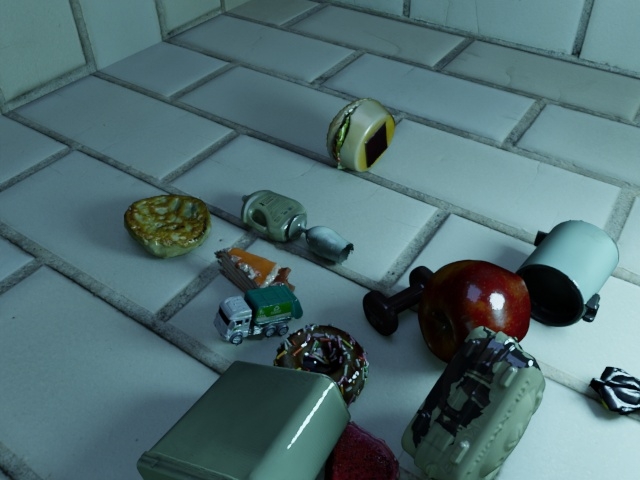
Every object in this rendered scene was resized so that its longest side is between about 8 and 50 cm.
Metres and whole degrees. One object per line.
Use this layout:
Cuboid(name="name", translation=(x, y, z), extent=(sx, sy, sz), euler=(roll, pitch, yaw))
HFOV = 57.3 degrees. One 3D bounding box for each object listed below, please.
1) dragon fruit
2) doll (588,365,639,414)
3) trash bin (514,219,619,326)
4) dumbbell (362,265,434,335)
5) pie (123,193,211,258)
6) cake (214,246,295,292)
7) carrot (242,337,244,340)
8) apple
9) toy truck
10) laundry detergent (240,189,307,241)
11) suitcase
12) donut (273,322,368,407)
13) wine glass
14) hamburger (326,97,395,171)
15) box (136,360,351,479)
Cuboid(name="dragon fruit", translation=(0.093, 0.545, 1.308), extent=(0.161, 0.126, 0.274), euler=(6, 28, -4))
Cuboid(name="doll", translation=(0.809, 0.400, 1.497), extent=(0.248, 0.088, 0.127), euler=(12, 22, 1))
Cuboid(name="trash bin", translation=(0.723, 0.094, 1.736), extent=(0.277, 0.217, 0.262), euler=(29, 49, 32))
Cuboid(name="dumbbell", translation=(0.244, 0.175, 1.719), extent=(0.225, 0.124, 0.140), euler=(-23, 46, -24))
Cuboid(name="pie", translation=(-0.517, -0.059, 2.026), extent=(0.315, 0.092, 0.315), euler=(3, 39, -3))
Cuboid(name="cake", translation=(-0.224, 0.107, 1.821), extent=(0.287, 0.098, 0.135), euler=(20, 45, 21))
Cuboid(name="carrot", translation=(-0.231, 0.258, 1.703), extent=(0.032, 0.032, 0.093), euler=(2, 37, 3))
Cuboid(name="apple", translation=(0.412, 0.195, 1.579), extent=(0.316, 0.288, 0.288), euler=(-14, 41, -39))
Cuboid(name="toy truck", translation=(-0.172, 0.206, 1.674), extent=(0.253, 0.124, 0.114), euler=(-6, 36, -36))
Cuboid(name="laundry detergent", translation=(-0.183, -0.098, 2.059), extent=(0.253, 0.091, 0.181), euler=(28, 55, 28))
Cuboid(name="suitcase", translation=(0.369, 0.394, 1.322), extent=(0.194, 0.339, 0.352), euler=(32, 83, 35))
Cuboid(name="donut", translation=(0.000, 0.333, 1.562), extent=(0.269, 0.103, 0.270), euler=(0, 40, 0))
Cuboid(name="wine glass", translation=(0.000, 0.000, 1.942), extent=(0.222, 0.103, 0.103), euler=(30, 50, 30))
Cuboid(name="hamburger", translation=(0.153, -0.410, 2.266), extent=(0.170, 0.302, 0.302), euler=(36, 52, 24))
Cuboid(name="box", translation=(-0.160, 0.450, 1.302), extent=(0.351, 0.177, 0.344), euler=(-1, 33, 38))
